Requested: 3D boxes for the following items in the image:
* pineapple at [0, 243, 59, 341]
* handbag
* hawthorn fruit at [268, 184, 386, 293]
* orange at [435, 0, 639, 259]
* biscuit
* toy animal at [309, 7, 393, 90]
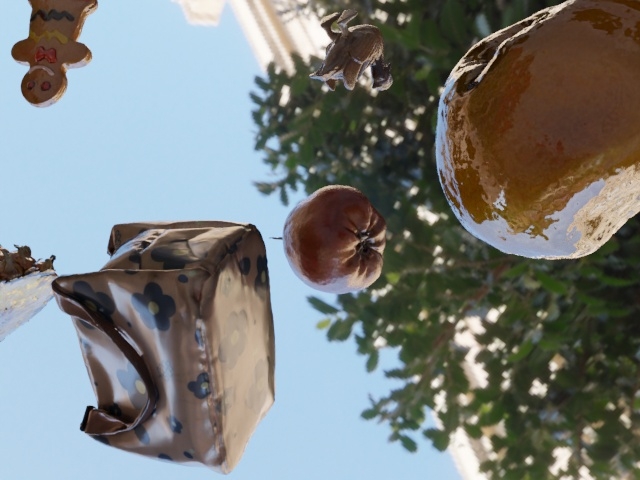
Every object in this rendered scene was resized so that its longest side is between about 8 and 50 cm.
[{"bbox_3d":[-0.560,0.016,1.466,0.262,0.262,0.272,-28,-104,-43],"label":"pineapple"},{"bbox_3d":[-0.162,0.103,1.068,0.193,0.251,0.190,4,-151,16],"label":"handbag"},{"bbox_3d":[0.015,0.000,1.142,0.125,0.140,0.125,2,-95,-18],"label":"hawthorn fruit"},{"bbox_3d":[0.209,-0.106,0.848,0.183,0.249,0.249,40,-142,-18],"label":"orange"},{"bbox_3d":[-0.512,-0.372,1.890,0.165,0.036,0.250,7,-104,14],"label":"biscuit"},{"bbox_3d":[0.056,-0.320,1.804,0.089,0.179,0.188,8,-132,49],"label":"toy animal"}]
